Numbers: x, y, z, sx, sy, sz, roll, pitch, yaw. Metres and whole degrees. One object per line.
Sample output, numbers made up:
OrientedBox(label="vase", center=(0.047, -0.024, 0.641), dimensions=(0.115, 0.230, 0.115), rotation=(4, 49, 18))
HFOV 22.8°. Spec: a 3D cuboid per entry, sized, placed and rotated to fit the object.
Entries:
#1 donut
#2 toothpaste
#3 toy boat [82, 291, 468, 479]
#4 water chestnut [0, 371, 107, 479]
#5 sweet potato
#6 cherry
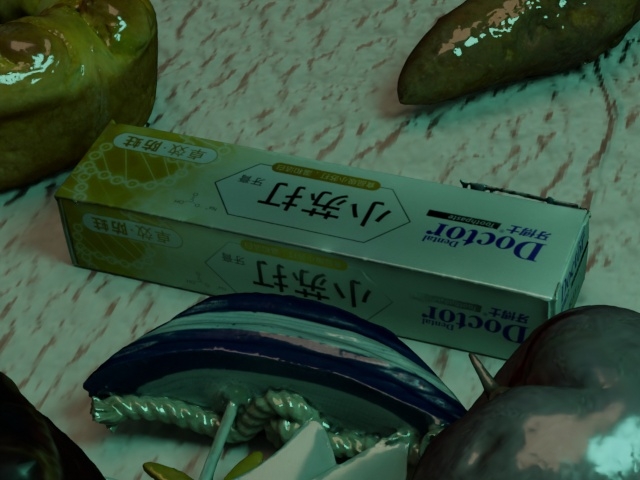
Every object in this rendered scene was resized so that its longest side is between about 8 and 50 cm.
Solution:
OrientedBox(label="donut", center=(-0.221, -0.126, 1.090), dimensions=(0.226, 0.114, 0.226), rotation=(-3, 37, 2))
OrientedBox(label="toothpaste", center=(0.000, 0.000, 0.949), dimensions=(0.312, 0.071, 0.089), rotation=(12, 44, 18))
OrientedBox(label="toy boat", center=(-0.039, 0.141, 0.772), dimensions=(0.220, 0.067, 0.291), rotation=(7, 41, 12))
OrientedBox(label="water chestnut", center=(-0.223, 0.154, 0.566), dimensions=(0.350, 0.302, 0.350), rotation=(-5, 34, 3))
OrientedBox(label="sweet potato", center=(0.189, -0.181, 1.156), dimensions=(0.114, 0.092, 0.341), rotation=(-2, 28, 46))
OrientedBox(label="cherry", center=(0.130, 0.117, 0.727), dimensions=(0.176, 0.140, 0.176), rotation=(9, 60, -16))
